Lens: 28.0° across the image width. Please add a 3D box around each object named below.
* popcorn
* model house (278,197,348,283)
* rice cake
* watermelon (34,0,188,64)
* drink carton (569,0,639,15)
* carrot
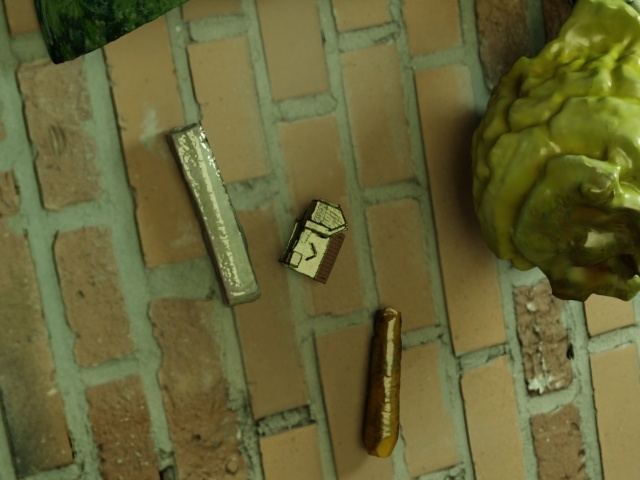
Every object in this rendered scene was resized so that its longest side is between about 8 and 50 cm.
[{"bbox_3d":[0.301,-0.077,1.390,0.293,0.237,0.293,0,130,0],"label":"popcorn"},{"bbox_3d":[0.000,0.000,1.390,0.058,0.057,0.083,25,86,-17],"label":"model house"},{"bbox_3d":[-0.111,-0.024,1.355,0.047,0.036,0.207,-21,104,-5],"label":"rice cake"},{"bbox_3d":[-0.165,-0.320,1.246,0.256,0.176,0.260,-6,103,19],"label":"watermelon"},{"bbox_3d":[0.377,-0.270,1.464,0.106,0.130,0.315,-44,109,-10],"label":"drink carton"},{"bbox_3d":[0.073,0.159,1.448,0.042,0.042,0.171,3,92,-22],"label":"carrot"}]
